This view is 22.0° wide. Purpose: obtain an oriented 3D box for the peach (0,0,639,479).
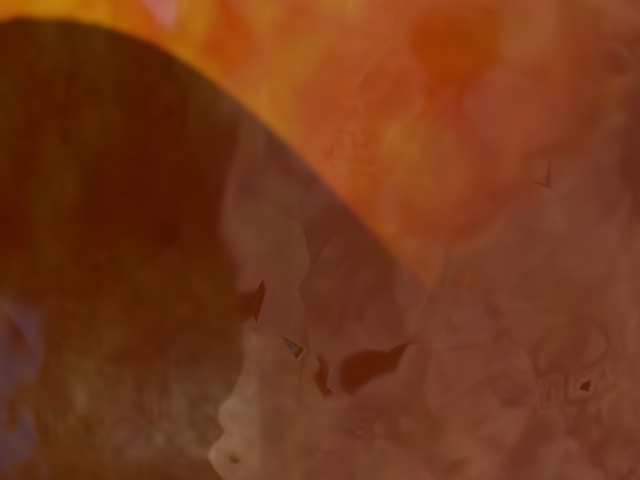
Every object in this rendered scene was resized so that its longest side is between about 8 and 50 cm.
[{"bbox_3d":[0.000,0.000,0.508,0.370,0.370,0.370,-43,-39,-49],"label":"peach"}]
